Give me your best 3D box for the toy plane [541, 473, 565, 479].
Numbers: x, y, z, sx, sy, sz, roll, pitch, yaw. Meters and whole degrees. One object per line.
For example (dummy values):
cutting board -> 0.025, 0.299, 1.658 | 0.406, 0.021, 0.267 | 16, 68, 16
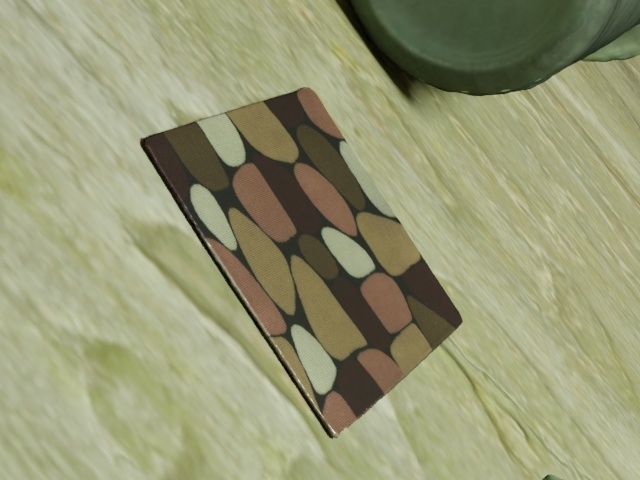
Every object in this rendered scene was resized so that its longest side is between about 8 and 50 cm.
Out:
toy plane -> 0.123, 0.151, 0.889 | 0.080, 0.033, 0.083 | 36, 22, -40

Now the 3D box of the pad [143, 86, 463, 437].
pad -> 0.000, 0.000, 0.882 | 0.158, 0.003, 0.235 | 57, 21, 2

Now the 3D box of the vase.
vase -> 0.151, -0.209, 1.208 | 0.245, 0.245, 0.291 | 55, 27, -3
